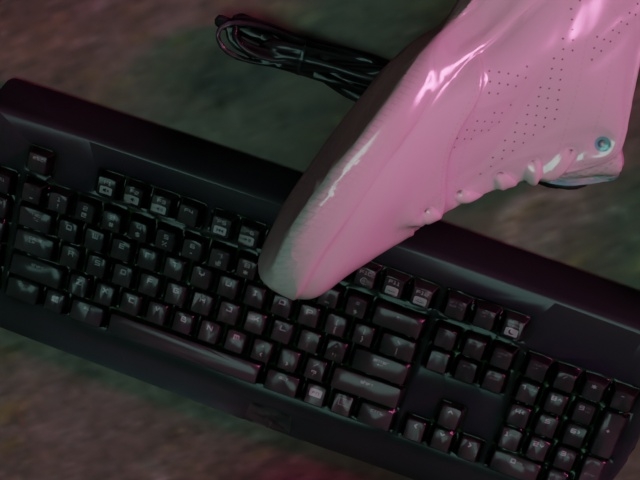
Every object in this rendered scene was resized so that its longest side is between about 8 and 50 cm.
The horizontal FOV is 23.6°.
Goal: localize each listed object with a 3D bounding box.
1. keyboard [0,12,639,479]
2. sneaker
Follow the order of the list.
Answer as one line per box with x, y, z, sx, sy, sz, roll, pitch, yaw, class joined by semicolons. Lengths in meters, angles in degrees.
0.000;0.000;0.670;0.317;0.033;0.201;19;113;5;keyboard
0.069;-0.044;0.588;0.094;0.080;0.212;42;93;-11;sneaker
